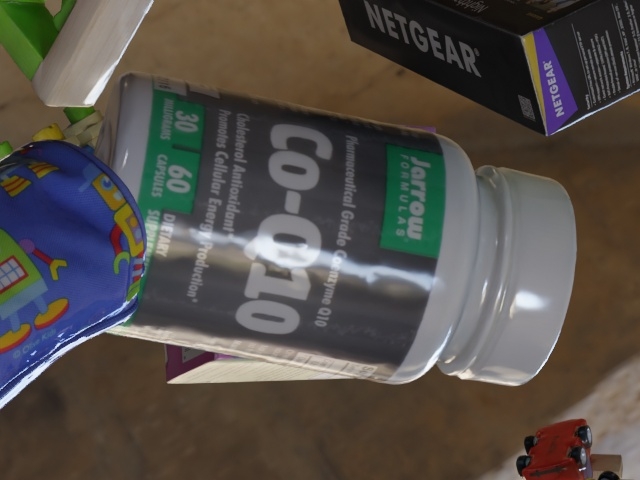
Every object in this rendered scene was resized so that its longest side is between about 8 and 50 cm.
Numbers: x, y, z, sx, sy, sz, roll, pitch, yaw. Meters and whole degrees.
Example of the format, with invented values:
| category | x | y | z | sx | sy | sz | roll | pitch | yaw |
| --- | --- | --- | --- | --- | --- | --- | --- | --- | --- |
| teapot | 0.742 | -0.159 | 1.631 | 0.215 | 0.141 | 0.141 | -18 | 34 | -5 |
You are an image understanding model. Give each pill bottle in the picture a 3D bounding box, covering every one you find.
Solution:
| category | x | y | z | sx | sy | sz | roll | pitch | yaw |
| --- | --- | --- | --- | --- | --- | --- | --- | --- | --- |
| pill bottle | 0.000 | 0.000 | 1.292 | 0.204 | 0.361 | 0.204 | -170 | -90 | -77 |

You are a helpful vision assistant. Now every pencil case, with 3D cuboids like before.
| category | x | y | z | sx | sy | sz | roll | pitch | yaw |
| --- | --- | --- | --- | --- | --- | --- | --- | --- | --- |
| pencil case | -0.218 | 0.060 | 0.901 | 0.133 | 0.306 | 0.119 | 42 | -46 | 5 |

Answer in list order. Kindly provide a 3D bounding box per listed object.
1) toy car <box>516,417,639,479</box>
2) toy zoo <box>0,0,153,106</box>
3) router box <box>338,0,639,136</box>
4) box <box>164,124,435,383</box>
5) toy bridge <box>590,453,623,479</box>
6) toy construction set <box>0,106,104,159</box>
| category | x | y | z | sx | sy | sz | roll | pitch | yaw |
| --- | --- | --- | --- | --- | --- | --- | --- | --- | --- |
| toy car | 0.172 | 0.241 | 1.424 | 0.239 | 0.225 | 0.053 | -148 | -143 | -73 |
| toy zoo | -0.144 | -0.226 | 0.740 | 0.030 | 0.192 | 0.293 | -3 | 46 | -49 |
| router box | 0.180 | -0.200 | 1.252 | 0.309 | 0.243 | 0.081 | 38 | -29 | 58 |
| box | -0.015 | 0.011 | 1.477 | 0.117 | 0.243 | 0.214 | -28 | -116 | 60 |
| toy bridge | 0.262 | 0.276 | 1.579 | 0.026 | 0.063 | 0.188 | -68 | 152 | -52 |
| toy construction set | -0.316 | -0.052 | 1.755 | 0.327 | 0.215 | 0.151 | -6 | -67 | 43 |
